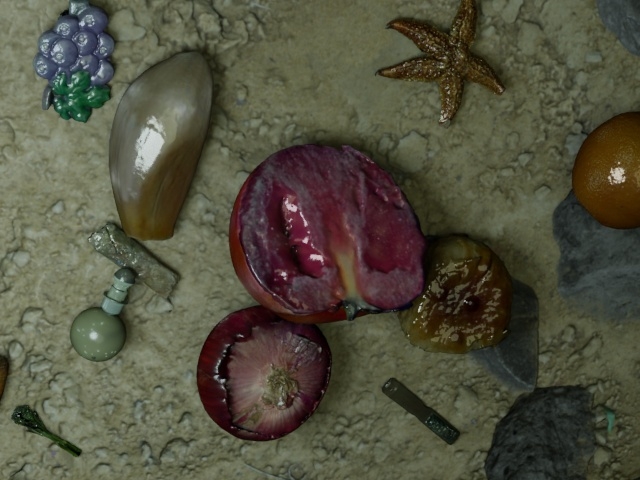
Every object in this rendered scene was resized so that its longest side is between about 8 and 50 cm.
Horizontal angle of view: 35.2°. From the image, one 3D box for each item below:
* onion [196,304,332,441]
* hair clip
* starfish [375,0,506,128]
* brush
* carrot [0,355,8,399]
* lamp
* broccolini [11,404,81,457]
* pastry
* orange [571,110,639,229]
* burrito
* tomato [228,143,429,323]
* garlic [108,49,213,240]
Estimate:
[{"bbox_3d":[-0.099,0.217,1.696,0.248,0.161,0.248,-16,125,-24],"label":"onion"},{"bbox_3d":[-0.380,-0.275,1.552,0.124,0.052,0.195,-2,113,-18],"label":"hair clip"},{"bbox_3d":[0.210,-0.308,1.679,0.227,0.043,0.240,8,101,-16],"label":"starfish"},{"bbox_3d":[0.190,0.321,1.865,0.190,0.027,0.034,41,92,-19],"label":"brush"},{"bbox_3d":[-0.553,0.279,1.669,0.047,0.047,0.191,12,104,-16],"label":"carrot"},{"bbox_3d":[-0.346,0.116,1.642,0.091,0.091,0.163,21,104,-18],"label":"lamp"},{"bbox_3d":[-0.464,0.324,1.717,0.140,0.030,0.035,39,59,-25],"label":"broccolini"},{"bbox_3d":[0.239,0.105,1.774,0.229,0.100,0.218,38,95,-19],"label":"pastry"},{"bbox_3d":[0.533,-0.117,1.734,0.206,0.206,0.206,-4,107,-12],"label":"orange"},{"bbox_3d":[-0.305,0.033,1.657,0.171,0.042,0.051,40,84,-22],"label":"burrito"},{"bbox_3d":[0.003,0.001,1.653,0.334,0.176,0.290,-2,76,-22],"label":"tomato"},{"bbox_3d":[-0.256,-0.146,1.585,0.143,0.112,0.318,10,109,-22],"label":"garlic"}]
